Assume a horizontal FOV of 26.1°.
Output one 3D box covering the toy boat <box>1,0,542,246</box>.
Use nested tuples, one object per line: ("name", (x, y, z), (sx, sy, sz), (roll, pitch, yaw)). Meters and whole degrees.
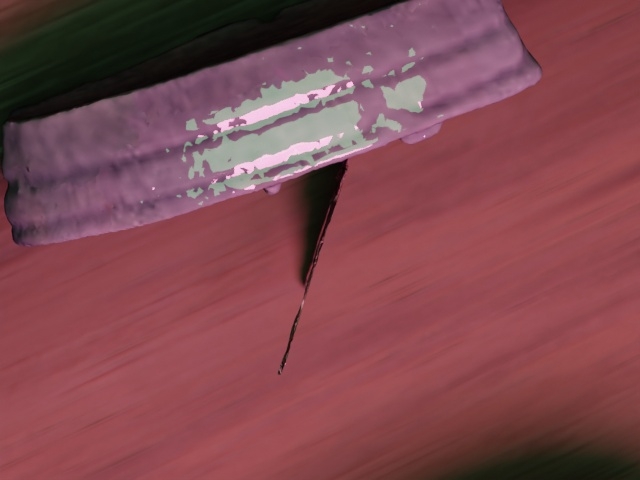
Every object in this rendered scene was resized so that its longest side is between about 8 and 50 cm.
("toy boat", (-0.032, -0.069, 0.715), (0.283, 0.127, 0.078), (-19, 109, -5))

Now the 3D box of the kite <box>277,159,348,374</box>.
("kite", (0.001, 0.000, 0.751), (0.005, 0.137, 0.152), (17, 59, 0))
